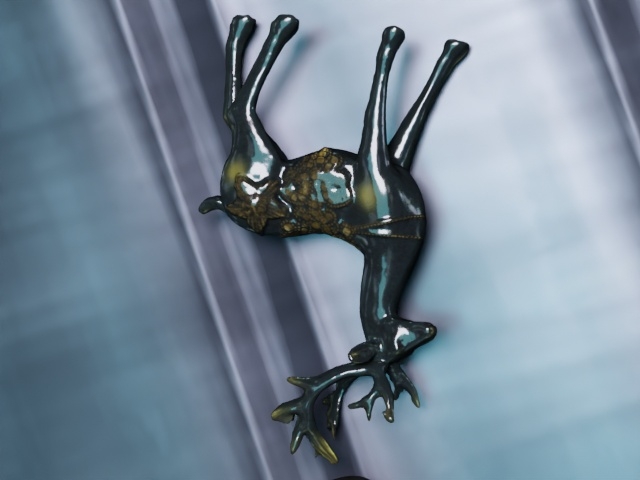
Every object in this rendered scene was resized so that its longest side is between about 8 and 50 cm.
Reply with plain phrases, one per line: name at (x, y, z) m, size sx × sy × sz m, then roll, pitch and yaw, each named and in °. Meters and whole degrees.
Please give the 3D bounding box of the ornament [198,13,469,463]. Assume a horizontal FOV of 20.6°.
ornament at (0.000, 0.000, 0.498) m, size 0.073 × 0.028 × 0.125 m, roll 6°, pitch 92°, yaw 14°

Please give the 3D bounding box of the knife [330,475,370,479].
knife at (0.108, 0.120, 0.480) m, size 0.245 × 0.019 × 0.072 m, roll 30°, pitch 98°, yaw 9°
